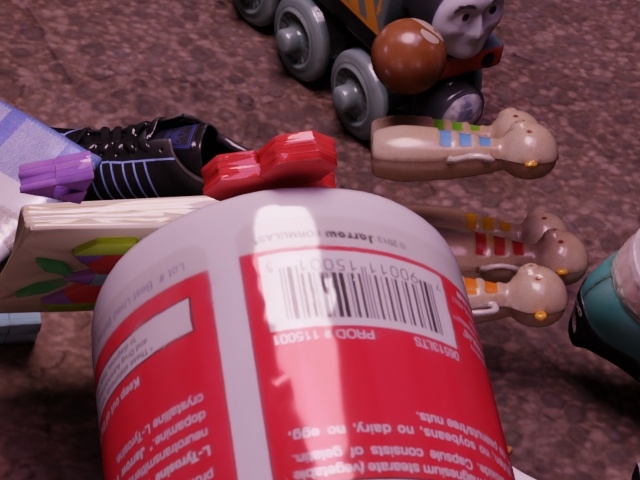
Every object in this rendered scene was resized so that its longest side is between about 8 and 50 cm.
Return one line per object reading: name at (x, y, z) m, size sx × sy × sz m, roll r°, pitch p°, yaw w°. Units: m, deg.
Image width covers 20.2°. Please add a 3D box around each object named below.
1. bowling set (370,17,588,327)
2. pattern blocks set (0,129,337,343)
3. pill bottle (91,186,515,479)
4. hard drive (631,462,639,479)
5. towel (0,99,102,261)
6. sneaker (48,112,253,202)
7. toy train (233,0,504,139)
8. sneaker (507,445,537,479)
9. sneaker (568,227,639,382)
bowling set at (0.112, -0.052, 1.251) m, size 0.154 × 0.200 × 0.287 m, roll 0°, pitch 14°, yaw 1°
pattern blocks set at (-0.127, 0.012, 1.127) m, size 0.285 × 0.325 × 0.026 m, roll -6°, pitch 73°, yaw -7°
pill bottle at (0.004, 0.191, 0.972) m, size 0.229 × 0.229 × 0.408 m, roll -1°, pitch 52°, yaw -14°
hard drive at (0.281, 0.196, 1.211) m, size 0.135 × 0.022 × 0.094 m, roll 6°, pitch 40°, yaw -5°
towel at (-0.322, -0.020, 1.278) m, size 0.209 × 0.034 × 0.285 m, roll 29°, pitch 53°, yaw 21°
sneaker at (-0.135, -0.060, 1.361) m, size 0.232 × 0.090 × 0.081 m, roll 14°, pitch 40°, yaw 3°
toy train at (0.032, -0.229, 1.520) m, size 0.142 × 0.190 × 0.334 m, roll -17°, pitch 47°, yaw -29°
sneaker at (0.164, 0.221, 1.089) m, size 0.123 × 0.106 × 0.290 m, roll -20°, pitch 48°, yaw -29°
sneaker at (0.316, 0.093, 1.283) m, size 0.302 × 0.121 × 0.108 m, roll 30°, pitch 53°, yaw -10°
